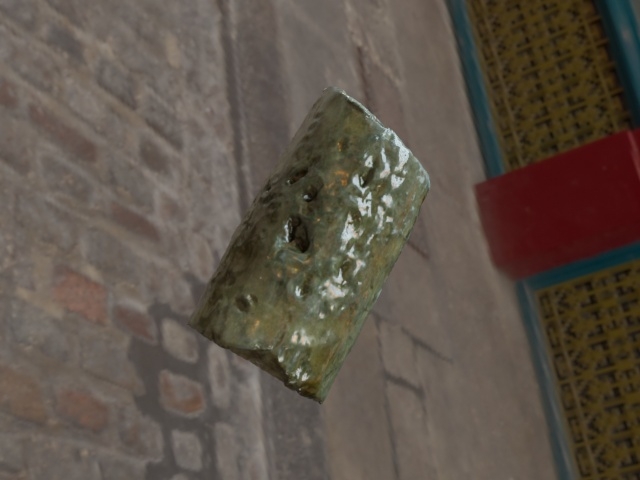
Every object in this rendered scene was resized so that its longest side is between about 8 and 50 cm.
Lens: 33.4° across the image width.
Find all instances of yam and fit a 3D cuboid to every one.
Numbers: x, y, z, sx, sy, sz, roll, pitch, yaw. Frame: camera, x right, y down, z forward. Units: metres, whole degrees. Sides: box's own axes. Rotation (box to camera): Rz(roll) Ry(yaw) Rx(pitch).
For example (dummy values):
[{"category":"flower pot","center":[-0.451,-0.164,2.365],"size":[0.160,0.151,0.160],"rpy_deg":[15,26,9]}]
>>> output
[{"category":"yam","center":[0.000,0.000,0.721],"size":[0.194,0.107,0.107],"rpy_deg":[-62,146,-6]}]
